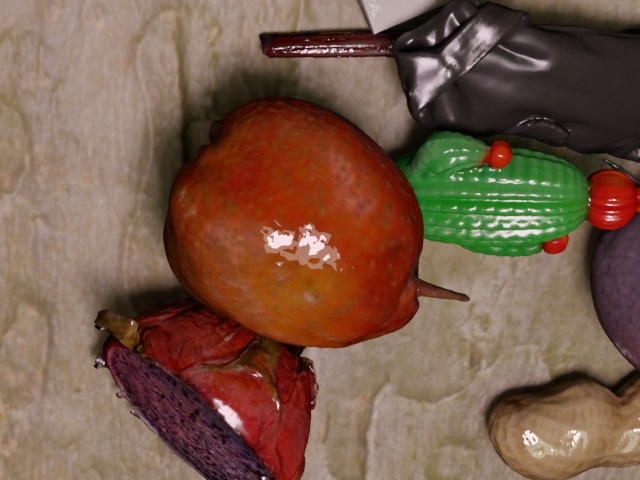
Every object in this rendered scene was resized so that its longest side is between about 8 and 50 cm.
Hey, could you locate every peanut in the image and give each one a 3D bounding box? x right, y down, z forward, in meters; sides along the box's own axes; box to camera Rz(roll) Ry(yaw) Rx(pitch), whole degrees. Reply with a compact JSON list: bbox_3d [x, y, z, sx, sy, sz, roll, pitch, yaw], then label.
[{"bbox_3d":[0.283,0.187,1.404,0.228,0.085,0.104,-6,113,-12],"label":"peanut"}]

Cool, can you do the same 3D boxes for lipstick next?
[{"bbox_3d":[0.035,-0.172,1.210,0.177,0.027,0.027,-3,115,-11],"label":"lipstick"}]

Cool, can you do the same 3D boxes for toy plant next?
[{"bbox_3d":[0.173,-0.033,1.256,0.240,0.088,0.154,14,146,-15],"label":"toy plant"}]

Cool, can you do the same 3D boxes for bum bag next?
[{"bbox_3d":[0.206,-0.148,1.229,0.326,0.079,0.142,7,121,-29],"label":"bum bag"}]

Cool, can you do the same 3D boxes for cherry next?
[{"bbox_3d":[0.365,0.044,1.295,0.213,0.266,0.183,-4,151,-10],"label":"cherry"}]

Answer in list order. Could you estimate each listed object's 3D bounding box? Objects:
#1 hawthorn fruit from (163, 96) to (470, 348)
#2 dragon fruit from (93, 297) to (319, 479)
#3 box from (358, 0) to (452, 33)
[{"bbox_3d":[0.000,0.000,1.166,0.262,0.210,0.210,33,105,0],"label":"hawthorn fruit"},{"bbox_3d":[-0.079,0.121,1.252,0.224,0.218,0.148,39,67,10],"label":"dragon fruit"},{"bbox_3d":[0.134,-0.284,1.175,0.245,0.035,0.139,-24,117,-1],"label":"box"}]
